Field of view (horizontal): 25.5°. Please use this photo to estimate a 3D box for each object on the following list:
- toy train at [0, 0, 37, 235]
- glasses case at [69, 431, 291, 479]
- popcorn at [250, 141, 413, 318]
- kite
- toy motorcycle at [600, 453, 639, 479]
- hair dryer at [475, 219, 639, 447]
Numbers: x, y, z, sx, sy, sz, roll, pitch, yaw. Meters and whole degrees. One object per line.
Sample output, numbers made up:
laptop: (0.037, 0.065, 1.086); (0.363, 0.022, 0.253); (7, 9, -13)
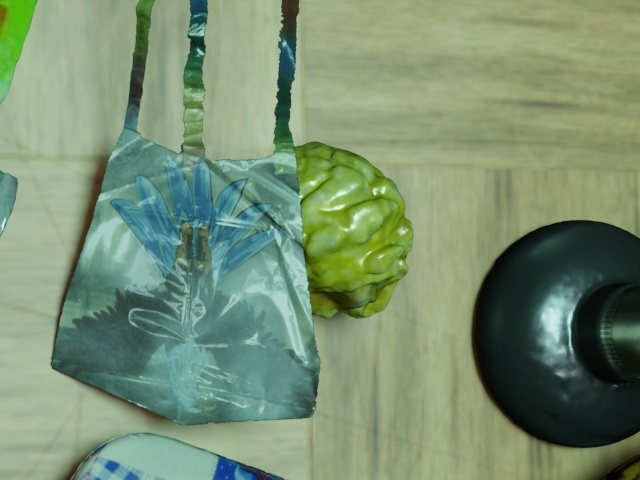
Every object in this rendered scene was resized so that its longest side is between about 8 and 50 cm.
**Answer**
toy train: (-0.302, -0.100, 0.747); (0.307, 0.173, 0.248); (19, 71, -16)
glasses case: (-0.008, 0.218, 0.865); (0.327, 0.076, 0.125); (24, 77, -16)
popcorn: (0.000, 0.000, 0.860); (0.106, 0.121, 0.116); (-33, 104, -20)
kite: (-0.059, -0.042, 0.816); (0.169, 0.015, 0.309); (14, 101, 18)
toy motorcycle: (0.267, 0.298, 0.895); (0.237, 0.169, 0.410); (8, 79, -1)
hair dryer: (0.293, 0.016, 0.876); (0.284, 0.320, 0.155); (-29, 95, -29)
